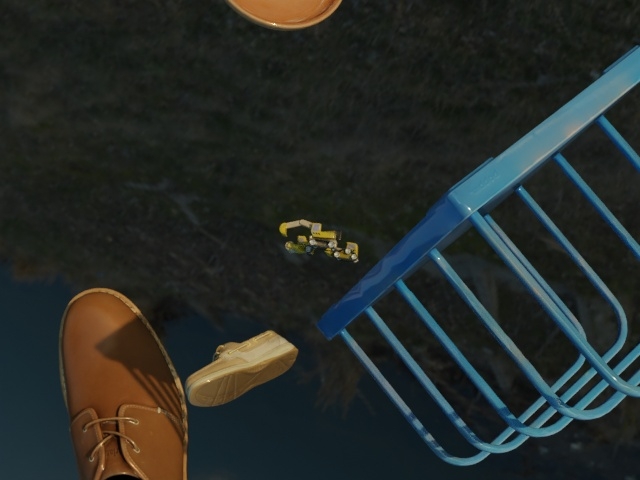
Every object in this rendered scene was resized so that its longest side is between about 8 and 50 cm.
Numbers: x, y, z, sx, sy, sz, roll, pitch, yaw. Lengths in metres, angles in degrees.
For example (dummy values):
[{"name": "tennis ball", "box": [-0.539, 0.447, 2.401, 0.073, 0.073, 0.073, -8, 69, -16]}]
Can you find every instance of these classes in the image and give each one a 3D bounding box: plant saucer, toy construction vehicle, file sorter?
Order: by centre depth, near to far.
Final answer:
[{"name": "file sorter", "box": [0.094, 0.020, 0.468, 0.104, 0.118, 0.170, 52, 155, 5]}, {"name": "toy construction vehicle", "box": [0.000, 0.000, 1.423, 0.098, 0.035, 0.086, 7, 168, 12]}, {"name": "plant saucer", "box": [-0.061, -0.370, 1.456, 0.200, 0.200, 0.037, 34, 154, -6]}]

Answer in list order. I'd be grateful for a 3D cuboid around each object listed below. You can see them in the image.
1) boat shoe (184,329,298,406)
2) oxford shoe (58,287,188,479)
[{"name": "boat shoe", "box": [-0.108, 0.157, 1.353, 0.059, 0.170, 0.063, 44, 130, 29]}, {"name": "oxford shoe", "box": [-0.120, 0.122, 0.663, 0.076, 0.212, 0.076, -18, 161, -2]}]
